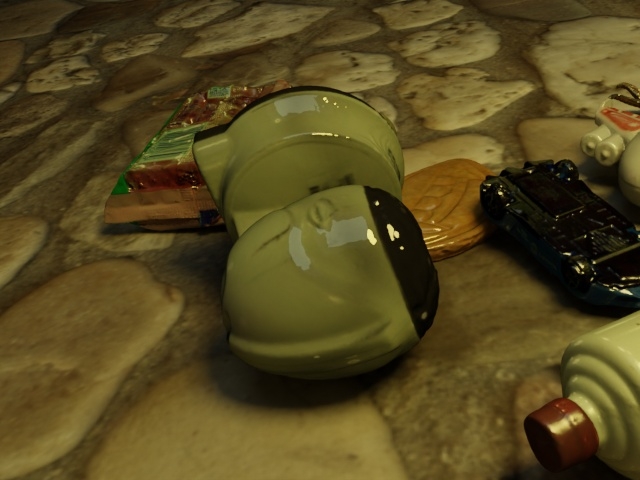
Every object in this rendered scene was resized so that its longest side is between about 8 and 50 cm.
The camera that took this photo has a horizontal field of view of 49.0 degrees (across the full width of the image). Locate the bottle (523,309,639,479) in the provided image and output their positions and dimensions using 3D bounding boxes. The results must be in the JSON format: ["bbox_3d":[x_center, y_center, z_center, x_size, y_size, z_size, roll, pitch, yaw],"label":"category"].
[{"bbox_3d":[0.250,0.092,0.482,0.245,0.104,0.104,-19,33,-16],"label":"bottle"}]

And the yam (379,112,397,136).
[{"bbox_3d":[0.046,-0.102,0.885,0.068,0.068,0.169,5,30,21],"label":"yam"}]

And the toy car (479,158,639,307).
[{"bbox_3d":[0.243,-0.006,0.680,0.103,0.063,0.216,-19,43,-15],"label":"toy car"}]

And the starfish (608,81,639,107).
[{"bbox_3d":[0.453,-0.187,0.933,0.133,0.041,0.130,-12,23,8],"label":"starfish"}]

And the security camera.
[{"bbox_3d":[0.000,0.000,0.626,0.191,0.197,0.277,-16,38,5],"label":"security camera"}]

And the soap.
[{"bbox_3d":[-0.139,-0.119,0.926,0.218,0.098,0.273,-1,32,12],"label":"soap"}]

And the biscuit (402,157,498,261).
[{"bbox_3d":[0.136,-0.038,0.791,0.142,0.029,0.221,13,38,31],"label":"biscuit"}]

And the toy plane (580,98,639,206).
[{"bbox_3d":[0.413,-0.110,0.755,0.252,0.118,0.252,-9,32,6],"label":"toy plane"}]
